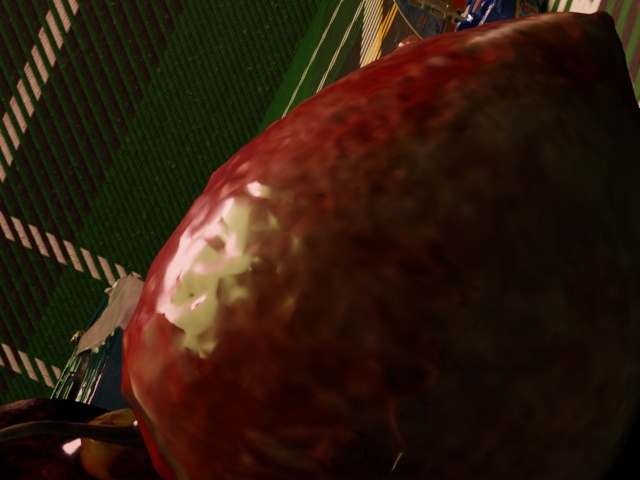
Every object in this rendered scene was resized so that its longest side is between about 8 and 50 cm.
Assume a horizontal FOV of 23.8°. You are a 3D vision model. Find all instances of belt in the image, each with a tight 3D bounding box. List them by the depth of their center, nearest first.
[{"bbox_3d":[-0.278,0.264,1.963,0.436,0.173,0.300,-69,16,-5],"label":"belt"}]

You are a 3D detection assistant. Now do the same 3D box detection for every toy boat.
[{"bbox_3d":[0.088,-0.152,1.001,0.091,0.110,0.175,-61,7,28],"label":"toy boat"}]

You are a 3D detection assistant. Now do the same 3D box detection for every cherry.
[{"bbox_3d":[0.035,0.021,0.545,0.175,0.192,0.249,28,82,45],"label":"cherry"}]

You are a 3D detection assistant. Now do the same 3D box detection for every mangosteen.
[{"bbox_3d":[-0.201,0.266,1.257,0.233,0.288,0.287,78,-155,-51],"label":"mangosteen"}]

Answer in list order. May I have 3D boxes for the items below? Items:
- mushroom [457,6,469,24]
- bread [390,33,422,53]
[{"bbox_3d":[0.120,-0.175,1.197,0.049,0.019,0.101,-69,11,-24],"label":"mushroom"},{"bbox_3d":[0.044,-0.058,1.151,0.119,0.067,0.192,-58,10,43],"label":"bread"}]
